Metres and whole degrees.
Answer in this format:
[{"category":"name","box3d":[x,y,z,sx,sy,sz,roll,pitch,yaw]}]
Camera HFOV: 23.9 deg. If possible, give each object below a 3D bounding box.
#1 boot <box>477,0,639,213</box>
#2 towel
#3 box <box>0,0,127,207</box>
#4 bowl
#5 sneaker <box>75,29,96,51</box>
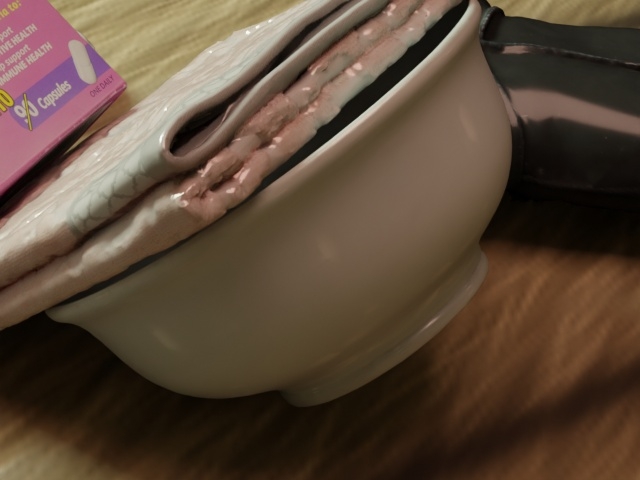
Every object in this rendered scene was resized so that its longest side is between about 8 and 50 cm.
[{"category":"boot","box3d":[0.225,-0.139,1.139,0.445,0.146,0.367,1,43,-1]},{"category":"towel","box3d":[-0.068,-0.070,0.871,0.317,0.053,0.332,-24,16,48]},{"category":"box","box3d":[-0.281,-0.107,0.916,0.243,0.117,0.213,46,41,-5]},{"category":"bowl","box3d":[0.000,0.000,0.854,0.298,0.134,0.298,-34,11,7]},{"category":"sneaker","box3d":[-0.284,-0.132,1.077,0.290,0.123,0.106,-19,39,-35]}]
